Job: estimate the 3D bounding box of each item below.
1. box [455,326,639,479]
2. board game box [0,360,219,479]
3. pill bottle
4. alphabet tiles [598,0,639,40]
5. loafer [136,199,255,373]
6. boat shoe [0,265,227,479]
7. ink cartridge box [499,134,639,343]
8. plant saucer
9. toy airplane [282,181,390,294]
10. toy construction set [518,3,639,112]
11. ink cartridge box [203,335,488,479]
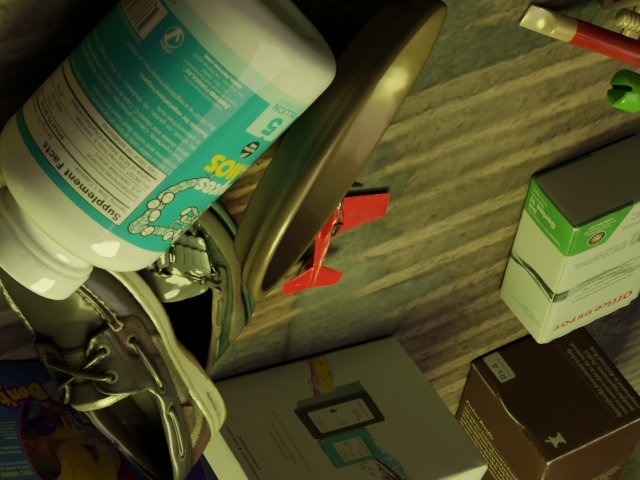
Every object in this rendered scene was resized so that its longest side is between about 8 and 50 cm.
[{"bbox_3d":[0.287,0.243,1.812,0.167,0.168,0.203,-20,146,-23],"label":"box"},{"bbox_3d":[-0.244,0.211,1.189,0.347,0.233,0.078,4,131,-47],"label":"board game box"},{"bbox_3d":[-0.125,-0.079,0.998,0.264,0.146,0.146,-44,148,14],"label":"pill bottle"},{"bbox_3d":[0.423,-0.307,1.357,0.342,0.011,0.285,-13,143,-33],"label":"alphabet tiles"},{"bbox_3d":[-0.112,0.034,1.189,0.267,0.096,0.084,71,36,-60],"label":"loafer"},{"bbox_3d":[-0.174,0.100,1.157,0.102,0.092,0.285,-9,134,27],"label":"boat shoe"},{"bbox_3d":[0.296,0.002,1.574,0.153,0.087,0.208,-22,145,-23],"label":"ink cartridge box"},{"bbox_3d":[0.011,-0.077,1.123,0.278,0.041,0.278,-56,174,-9],"label":"plant saucer"},{"bbox_3d":[0.000,0.000,1.340,0.151,0.028,0.151,-23,146,-17],"label":"toy airplane"},{"bbox_3d":[0.263,-0.236,1.155,0.237,0.258,0.309,14,152,-22],"label":"toy construction set"},{"bbox_3d":[-0.004,0.260,1.522,0.270,0.197,0.198,-11,141,-34],"label":"ink cartridge box"}]
